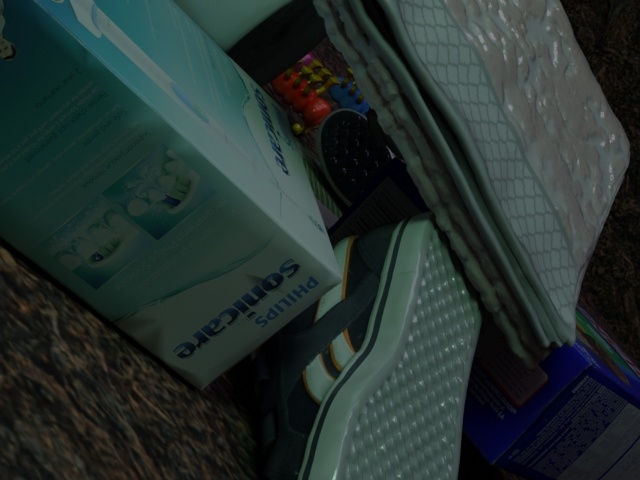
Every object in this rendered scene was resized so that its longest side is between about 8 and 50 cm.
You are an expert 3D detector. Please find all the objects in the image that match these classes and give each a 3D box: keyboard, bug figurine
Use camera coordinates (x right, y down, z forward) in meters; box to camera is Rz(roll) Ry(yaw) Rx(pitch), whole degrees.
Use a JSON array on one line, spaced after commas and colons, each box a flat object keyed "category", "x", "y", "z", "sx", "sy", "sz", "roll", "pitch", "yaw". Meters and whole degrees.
[{"category": "keyboard", "x": 0.142, "y": 0.166, "z": 1.213, "sx": 0.192, "sy": 0.038, "sz": 0.100, "roll": 13, "pitch": 64, "yaw": -71}, {"category": "bug figurine", "x": -0.020, "y": -0.209, "z": 1.647, "sx": 0.216, "sy": 0.072, "sz": 0.279, "roll": 48, "pitch": 17, "yaw": 13}]

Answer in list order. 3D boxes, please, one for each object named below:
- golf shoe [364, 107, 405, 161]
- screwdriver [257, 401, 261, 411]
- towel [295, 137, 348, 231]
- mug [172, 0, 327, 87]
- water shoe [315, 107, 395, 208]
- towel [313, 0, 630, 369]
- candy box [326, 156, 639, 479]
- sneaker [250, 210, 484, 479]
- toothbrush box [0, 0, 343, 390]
[{"category": "golf shoe", "x": 0.140, "y": -0.079, "z": 1.121, "sx": 0.140, "sy": 0.115, "sz": 0.306, "roll": 47, "pitch": 11, "yaw": 23}, {"category": "screwdriver", "x": -0.045, "y": 0.066, "z": 0.965, "sx": 0.024, "sy": 0.025, "sz": 0.170, "roll": 44, "pitch": 15, "yaw": -29}, {"category": "towel", "x": 0.000, "y": 0.000, "z": 1.260, "sx": 0.248, "sy": 0.038, "sz": 0.325, "roll": 42, "pitch": 18, "yaw": -32}, {"category": "mug", "x": -0.100, "y": -0.303, "z": 1.004, "sx": 0.328, "sy": 0.374, "sz": 0.276, "roll": 53, "pitch": 34, "yaw": 7}, {"category": "water shoe", "x": 0.059, "y": -0.039, "z": 1.355, "sx": 0.203, "sy": 0.073, "sz": 0.080, "roll": 58, "pitch": -6, "yaw": 10}, {"category": "towel", "x": 0.134, "y": -0.122, "z": 1.004, "sx": 0.331, "sy": 0.053, "sz": 0.317, "roll": 58, "pitch": 34, "yaw": -22}, {"category": "candy box", "x": 0.175, "y": 0.095, "z": 1.189, "sx": 0.268, "sy": 0.122, "sz": 0.317, "roll": 50, "pitch": 10, "yaw": 34}, {"category": "sneaker", "x": 0.019, "y": 0.115, "z": 0.875, "sx": 0.126, "sy": 0.127, "sz": 0.321, "roll": 56, "pitch": 34, "yaw": -27}, {"category": "toothbrush box", "x": -0.138, "y": -0.081, "z": 0.826, "sx": 0.295, "sy": 0.126, "sz": 0.216, "roll": 41, "pitch": 17, "yaw": -34}]
